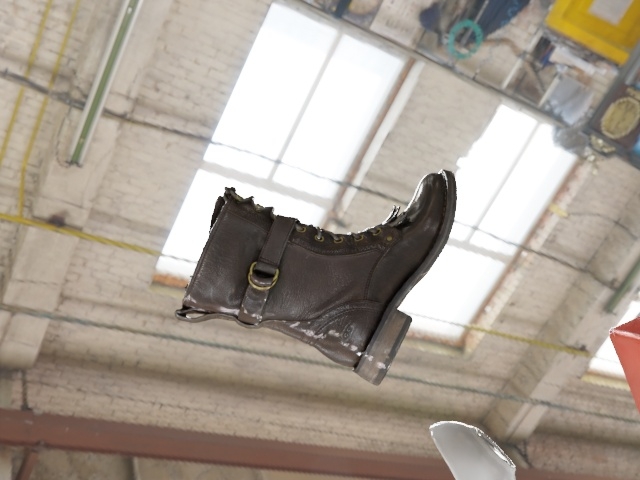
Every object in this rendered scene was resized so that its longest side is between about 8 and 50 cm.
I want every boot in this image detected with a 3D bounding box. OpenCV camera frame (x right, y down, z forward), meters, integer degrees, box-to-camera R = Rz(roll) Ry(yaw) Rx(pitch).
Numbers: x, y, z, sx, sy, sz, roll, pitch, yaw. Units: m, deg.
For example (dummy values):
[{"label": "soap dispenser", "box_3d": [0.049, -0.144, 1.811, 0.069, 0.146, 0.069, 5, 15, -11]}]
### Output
[{"label": "boot", "box_3d": [0.000, 0.000, 0.732, 0.229, 0.263, 0.091, 24, 158, 5]}]

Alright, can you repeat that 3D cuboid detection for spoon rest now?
[{"label": "spoon rest", "box_3d": [0.215, 0.315, 0.865, 0.137, 0.084, 0.276, 40, -176, -32]}]

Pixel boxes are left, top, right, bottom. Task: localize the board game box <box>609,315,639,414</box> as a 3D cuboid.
[{"label": "board game box", "box_3d": [0.328, 0.095, 0.355, 0.064, 0.317, 0.242, 180, 67, -78]}]
